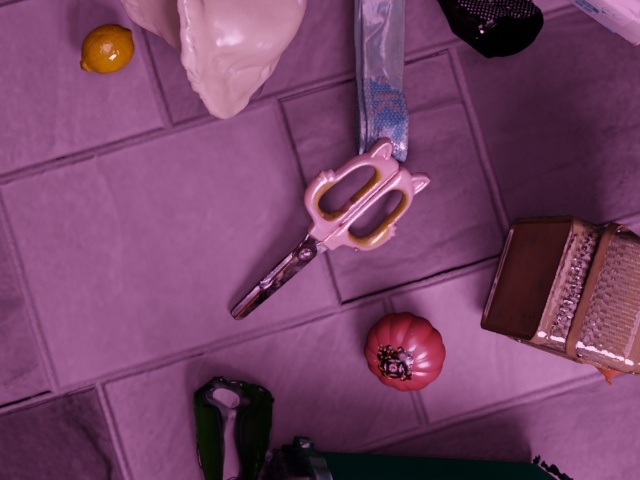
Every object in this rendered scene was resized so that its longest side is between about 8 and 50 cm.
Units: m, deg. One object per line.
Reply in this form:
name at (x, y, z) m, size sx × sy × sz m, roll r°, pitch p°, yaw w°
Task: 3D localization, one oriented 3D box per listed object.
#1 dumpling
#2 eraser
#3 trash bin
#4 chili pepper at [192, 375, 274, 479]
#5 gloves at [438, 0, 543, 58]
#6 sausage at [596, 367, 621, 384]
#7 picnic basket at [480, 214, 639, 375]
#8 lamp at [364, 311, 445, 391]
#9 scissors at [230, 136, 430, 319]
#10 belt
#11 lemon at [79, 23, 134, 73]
dumpling at (-0.138, -0.359, 1.340) m, size 0.233 × 0.315 × 0.395 m, roll -5°, pitch 81°, yaw 4°
eraser at (0.345, -0.343, 1.458) m, size 0.225 × 0.095 × 0.052 m, roll 34°, pitch 90°, yaw -1°
trash bin at (0.119, 0.380, 1.366) m, size 0.381 × 0.295 × 0.259 m, roll -1°, pitch 92°, yaw -8°
chili pepper at (-0.111, 0.282, 1.466) m, size 0.108 × 0.062 × 0.216 m, roll -3°, pitch 92°, yaw -1°
gloves at (0.200, -0.328, 1.467) m, size 0.129 × 0.106 × 0.180 m, roll -29°, pitch 62°, yaw -2°
sausage at (0.405, 0.107, 1.478) m, size 0.065 × 0.065 × 0.169 m, roll 30°, pitch 90°, yaw -1°
picnic basket at (0.312, 0.062, 1.376) m, size 0.139 × 0.267 × 0.165 m, roll 18°, pitch 87°, yaw -6°
lamp at (0.110, 0.145, 1.455) m, size 0.107 × 0.092 × 0.107 m, roll 10°, pitch 117°, yaw 20°
scissors at (0.000, 0.000, 1.459) m, size 0.317 × 0.024 × 0.160 m, roll -43°, pitch 128°, yaw 12°
belt at (0.079, -0.251, 1.457) m, size 0.072 × 0.087 × 0.302 m, roll -1°, pitch 90°, yaw 0°
lemon at (-0.280, -0.249, 1.462) m, size 0.083 × 0.062 × 0.062 m, roll -38°, pitch 91°, yaw -1°
